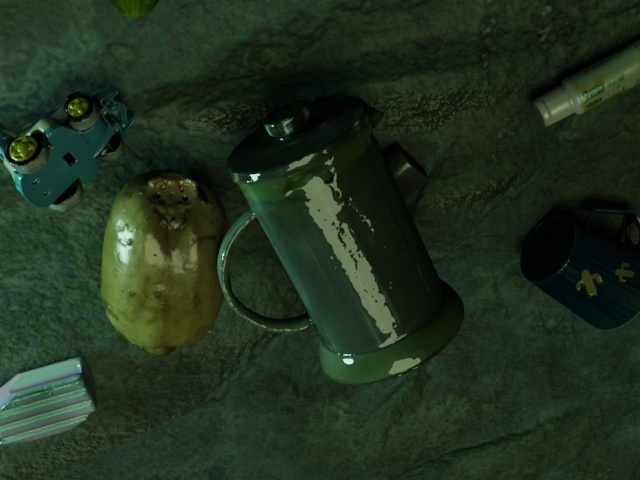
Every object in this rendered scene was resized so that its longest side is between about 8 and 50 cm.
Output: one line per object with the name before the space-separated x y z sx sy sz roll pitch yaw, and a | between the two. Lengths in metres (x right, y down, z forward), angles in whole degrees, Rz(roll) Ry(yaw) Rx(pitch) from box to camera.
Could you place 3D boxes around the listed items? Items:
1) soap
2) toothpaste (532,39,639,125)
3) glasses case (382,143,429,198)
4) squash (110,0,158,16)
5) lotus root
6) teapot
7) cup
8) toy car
soap | -0.400 0.234 1.492 0.149 0.056 0.100 -16 129 -2
toothpaste | 0.422 -0.236 1.333 0.314 0.058 0.056 -27 87 3
glasses case | 0.052 -0.049 1.394 0.190 0.042 0.072 -36 136 15
squash | -0.200 -0.337 1.071 0.066 0.066 0.229 -7 129 -9
lotus root | -0.200 0.041 1.330 0.160 0.146 0.284 15 130 2
teapot | 0.000 0.000 1.273 0.270 0.200 0.337 -27 114 -1
cup | 0.390 0.023 1.500 0.155 0.131 0.177 25 89 -27
toy car | -0.308 -0.124 1.215 0.161 0.098 0.126 -49 159 -10
